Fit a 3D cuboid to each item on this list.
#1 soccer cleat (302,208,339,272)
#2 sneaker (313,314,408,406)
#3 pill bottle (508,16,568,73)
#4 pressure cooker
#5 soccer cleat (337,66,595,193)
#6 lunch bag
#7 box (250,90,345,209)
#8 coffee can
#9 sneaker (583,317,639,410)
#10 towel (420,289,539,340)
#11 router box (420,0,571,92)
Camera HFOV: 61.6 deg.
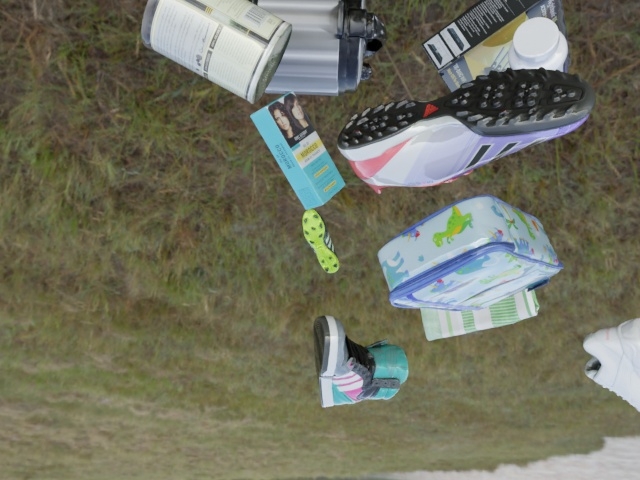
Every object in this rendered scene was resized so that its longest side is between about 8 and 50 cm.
[{"bbox_3d":[0.000,0.000,1.381,0.060,0.178,0.072,-20,-167,8],"label":"soccer cleat"},{"bbox_3d":[0.082,0.233,1.044,0.179,0.123,0.295,-8,143,-5],"label":"sneaker"},{"bbox_3d":[0.380,-0.313,0.936,0.094,0.094,0.169,-6,168,23],"label":"pill bottle"},{"bbox_3d":[-0.006,-0.634,1.671,0.421,0.369,0.375,3,140,2],"label":"pressure cooker"},{"bbox_3d":[0.177,-0.128,0.681,0.319,0.108,0.116,-5,137,35],"label":"soccer cleat"},{"bbox_3d":[0.191,0.029,0.691,0.176,0.090,0.219,-31,152,34],"label":"lunch bag"},{"bbox_3d":[-0.046,-0.199,1.195,0.060,0.100,0.244,-14,113,46],"label":"box"},{"bbox_3d":[-0.231,-0.465,1.221,0.276,0.201,0.201,28,153,-4],"label":"coffee can"},{"bbox_3d":[0.503,0.221,0.879,0.115,0.090,0.232,-16,115,41],"label":"sneaker"},{"bbox_3d":[0.390,0.114,1.408,0.325,0.247,0.038,-22,161,41],"label":"towel"},{"bbox_3d":[0.370,-0.379,1.098,0.243,0.080,0.309,-33,157,20],"label":"router box"}]
